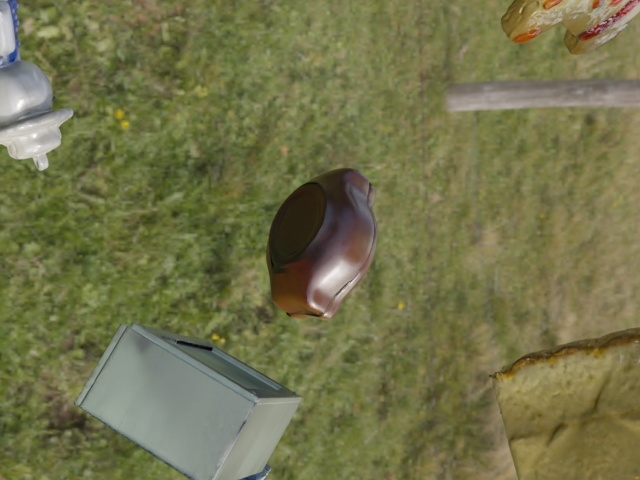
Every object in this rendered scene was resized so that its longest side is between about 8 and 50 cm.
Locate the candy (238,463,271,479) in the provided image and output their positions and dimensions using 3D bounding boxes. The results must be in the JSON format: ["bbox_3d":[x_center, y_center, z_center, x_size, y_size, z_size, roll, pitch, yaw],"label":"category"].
[{"bbox_3d":[-0.144,0.361,1.342,0.136,0.088,0.038,-53,151,-2],"label":"candy"}]

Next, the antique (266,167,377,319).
[{"bbox_3d":[0.000,0.000,1.602,0.129,0.223,0.278,37,68,-36],"label":"antique"}]

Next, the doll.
[{"bbox_3d":[-0.394,-0.225,1.120,0.119,0.138,0.293,-29,104,-38],"label":"doll"}]

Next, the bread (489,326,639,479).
[{"bbox_3d":[0.421,0.225,1.235,0.279,0.279,0.207,-3,76,-49],"label":"bread"}]

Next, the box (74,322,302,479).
[{"bbox_3d":[-0.107,0.145,0.821,0.086,0.129,0.225,-60,169,-5],"label":"box"}]

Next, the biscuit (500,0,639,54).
[{"bbox_3d":[0.218,-0.210,0.738,0.234,0.153,0.030,5,51,-54],"label":"biscuit"}]
